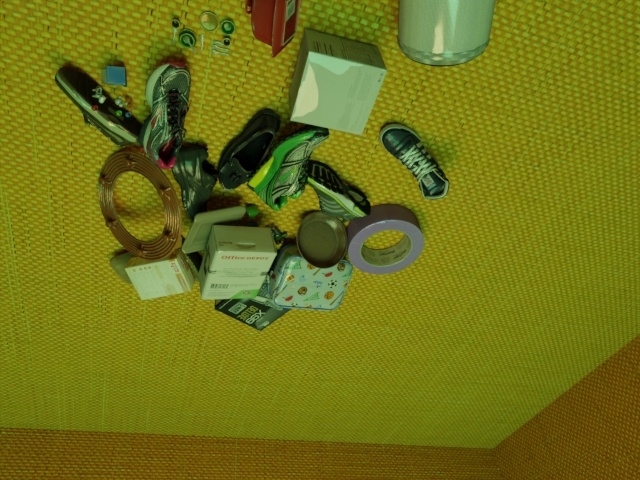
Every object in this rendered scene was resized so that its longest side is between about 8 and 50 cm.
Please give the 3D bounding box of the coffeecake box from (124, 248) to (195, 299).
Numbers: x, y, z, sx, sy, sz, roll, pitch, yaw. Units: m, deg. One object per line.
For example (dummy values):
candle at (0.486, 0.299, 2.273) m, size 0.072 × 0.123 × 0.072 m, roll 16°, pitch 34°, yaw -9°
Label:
coffeecake box at (-0.546, 0.117, 1.664) m, size 0.185 × 0.068 × 0.143 m, roll -10°, pitch 122°, yaw 7°

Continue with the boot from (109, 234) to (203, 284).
boot at (-0.570, 0.098, 1.745) m, size 0.269 × 0.089 × 0.236 m, roll -22°, pitch 120°, yaw 13°

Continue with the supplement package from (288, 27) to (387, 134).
supplement package at (0.036, -0.413, 1.272) m, size 0.202 × 0.149 × 0.194 m, roll 8°, pitch 133°, yaw -15°

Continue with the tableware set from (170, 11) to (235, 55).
tableware set at (-0.295, -0.518, 1.213) m, size 0.154 × 0.024 × 0.104 m, roll 8°, pitch 132°, yaw -15°

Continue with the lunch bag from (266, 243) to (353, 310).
lunch bag at (-0.045, 0.145, 1.777) m, size 0.303 × 0.115 × 0.243 m, roll 10°, pitch 113°, yaw -28°

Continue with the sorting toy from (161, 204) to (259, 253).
sorting toy at (-0.354, -0.045, 1.575) m, size 0.347 × 0.047 × 0.196 m, roll -15°, pitch 154°, yaw -38°

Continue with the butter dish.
butter dish at (-0.121, -0.541, 1.148) m, size 0.118 × 0.160 × 0.160 m, roll 19°, pitch 134°, yaw 6°

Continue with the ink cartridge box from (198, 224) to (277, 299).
ink cartridge box at (-0.283, 0.077, 1.620) m, size 0.198 × 0.115 × 0.273 m, roll 2°, pitch 141°, yaw -25°

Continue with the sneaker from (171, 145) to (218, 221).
sneaker at (-0.373, -0.167, 1.498) m, size 0.130 × 0.109 × 0.286 m, roll -13°, pitch 140°, yaw -9°

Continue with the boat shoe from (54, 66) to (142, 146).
boat shoe at (-0.605, -0.342, 1.298) m, size 0.095 × 0.095 × 0.257 m, roll -24°, pitch 133°, yaw 23°

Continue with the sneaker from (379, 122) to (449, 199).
sneaker at (0.295, -0.233, 1.482) m, size 0.099 × 0.153 × 0.282 m, roll -38°, pitch 128°, yaw 26°

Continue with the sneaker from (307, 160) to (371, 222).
sneaker at (0.026, -0.144, 1.572) m, size 0.299 × 0.111 × 0.121 m, roll 35°, pitch 129°, yaw -29°

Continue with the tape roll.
tape roll at (0.229, -0.001, 1.749) m, size 0.274 × 0.090 × 0.275 m, roll -4°, pitch 134°, yaw -4°

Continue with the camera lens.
camera lens at (0.290, -0.561, 1.112) m, size 0.219 × 0.220 × 0.274 m, roll -7°, pitch 135°, yaw -1°

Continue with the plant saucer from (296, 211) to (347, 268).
plant saucer at (0.000, 0.000, 1.677) m, size 0.198 × 0.199 × 0.036 m, roll 20°, pitch 164°, yaw -25°

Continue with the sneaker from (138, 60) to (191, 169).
sneaker at (-0.396, -0.331, 1.294) m, size 0.120 × 0.112 × 0.299 m, roll -14°, pitch 142°, yaw -40°

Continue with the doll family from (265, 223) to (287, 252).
doll family at (-0.205, 0.025, 1.731) m, size 0.192 × 0.076 × 0.111 m, roll -19°, pitch 138°, yaw 18°

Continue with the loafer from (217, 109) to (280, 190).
loafer at (-0.221, -0.250, 1.436) m, size 0.109 × 0.095 × 0.302 m, roll 24°, pitch 127°, yaw -27°

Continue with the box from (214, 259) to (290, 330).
box at (-0.227, 0.214, 1.906) m, size 0.307 × 0.077 × 0.242 m, roll -37°, pitch 127°, yaw 25°

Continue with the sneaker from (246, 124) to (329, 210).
sneaker at (-0.072, -0.216, 1.414) m, size 0.146 × 0.134 × 0.343 m, roll 47°, pitch 135°, yaw -1°

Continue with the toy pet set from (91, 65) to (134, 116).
toy pet set at (-0.521, -0.385, 1.257) m, size 0.065 × 0.122 × 0.114 m, roll 5°, pitch 98°, yaw 25°

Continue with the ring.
ring at (-0.549, -0.095, 1.444) m, size 0.336 × 0.032 × 0.337 m, roll 11°, pitch 113°, yaw 27°
